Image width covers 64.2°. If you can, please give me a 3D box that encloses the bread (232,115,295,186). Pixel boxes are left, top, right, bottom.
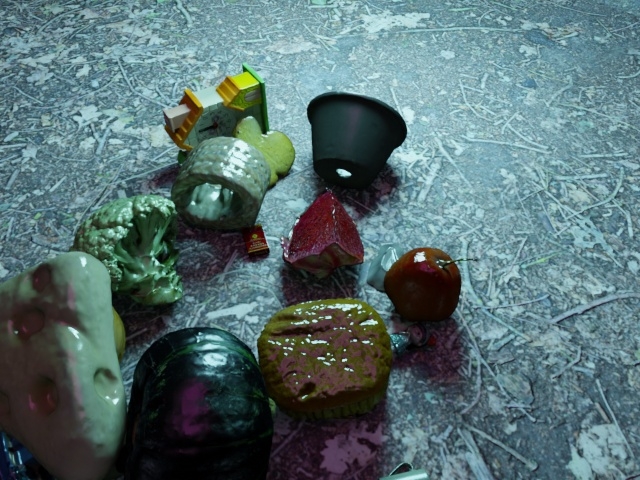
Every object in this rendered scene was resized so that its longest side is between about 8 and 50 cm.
[{"bbox_3d":[-0.153,-0.242,1.344,0.149,0.188,0.065,-39,17,-20],"label":"bread"}]

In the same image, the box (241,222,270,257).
[{"bbox_3d":[-0.155,0.000,1.218,0.051,0.023,0.082,-13,53,-12],"label":"box"}]

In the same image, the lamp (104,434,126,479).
[{"bbox_3d":[-0.400,0.358,0.897,0.163,0.091,0.091,8,50,25],"label":"lamp"}]

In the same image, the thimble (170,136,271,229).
[{"bbox_3d":[-0.237,-0.129,1.204,0.229,0.196,0.148,0,49,16],"label":"thimble"}]

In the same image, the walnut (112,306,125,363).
[{"bbox_3d":[-0.454,0.210,0.958,0.159,0.159,0.207,19,62,14],"label":"walnut"}]

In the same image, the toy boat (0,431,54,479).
[{"bbox_3d":[-0.505,0.350,0.877,0.097,0.100,0.223,-35,60,-2],"label":"toy boat"}]

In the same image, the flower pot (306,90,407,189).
[{"bbox_3d":[0.076,-0.236,1.298,0.269,0.269,0.166,12,75,9],"label":"flower pot"}]

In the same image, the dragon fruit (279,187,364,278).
[{"bbox_3d":[0.002,0.010,1.163,0.161,0.126,0.274,-32,28,15],"label":"dragon fruit"}]

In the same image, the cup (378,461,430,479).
[{"bbox_3d":[0.141,0.415,0.872,0.083,0.054,0.075,-7,53,-4],"label":"cup"}]

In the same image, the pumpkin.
[{"bbox_3d":[-0.185,0.295,0.818,0.238,0.315,0.315,3,49,-21],"label":"pumpkin"}]

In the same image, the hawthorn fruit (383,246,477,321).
[{"bbox_3d":[0.223,0.075,1.047,0.162,0.203,0.163,7,49,-8],"label":"hawthorn fruit"}]

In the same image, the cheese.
[{"bbox_3d":[-0.469,0.225,0.805,0.328,0.129,0.351,-20,71,11],"label":"cheese"}]

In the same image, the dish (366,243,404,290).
[{"bbox_3d":[0.160,0.051,1.172,0.091,0.039,0.137,11,54,8],"label":"dish"}]

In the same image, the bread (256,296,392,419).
[{"bbox_3d":[0.007,0.221,0.972,0.253,0.142,0.227,-1,59,-4],"label":"bread"}]

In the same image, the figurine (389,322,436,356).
[{"bbox_3d":[0.180,0.207,1.044,0.106,0.047,0.060,-19,38,-10],"label":"figurine"}]

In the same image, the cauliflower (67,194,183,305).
[{"bbox_3d":[-0.391,0.038,1.080,0.275,0.272,0.250,-42,101,-28],"label":"cauliflower"}]

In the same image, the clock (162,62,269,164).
[{"bbox_3d":[-0.269,-0.305,1.334,0.255,0.220,0.106,-27,55,-20],"label":"clock"}]
